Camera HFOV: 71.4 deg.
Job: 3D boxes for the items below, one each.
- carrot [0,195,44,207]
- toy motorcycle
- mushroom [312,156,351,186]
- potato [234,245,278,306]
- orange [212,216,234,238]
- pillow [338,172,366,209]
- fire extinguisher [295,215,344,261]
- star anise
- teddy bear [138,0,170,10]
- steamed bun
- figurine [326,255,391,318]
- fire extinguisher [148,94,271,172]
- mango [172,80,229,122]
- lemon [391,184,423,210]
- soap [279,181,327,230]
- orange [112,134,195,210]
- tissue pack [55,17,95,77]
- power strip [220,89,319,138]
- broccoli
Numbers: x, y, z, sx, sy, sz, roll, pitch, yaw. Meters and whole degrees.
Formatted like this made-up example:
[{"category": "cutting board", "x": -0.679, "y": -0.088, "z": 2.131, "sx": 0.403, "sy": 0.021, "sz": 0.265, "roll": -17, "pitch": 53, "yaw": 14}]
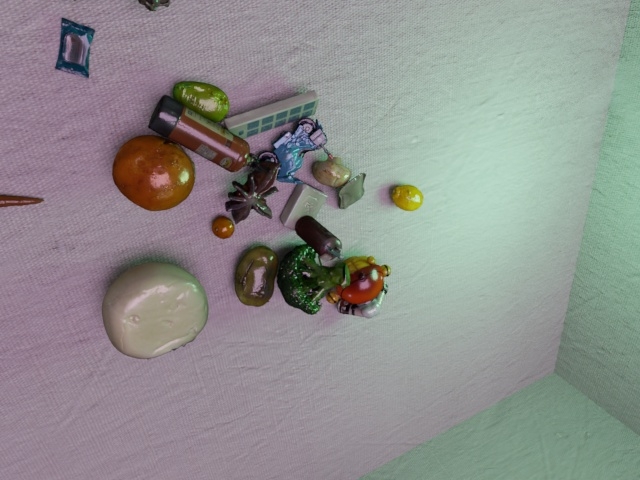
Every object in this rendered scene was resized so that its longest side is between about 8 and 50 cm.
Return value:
[{"category": "carrot", "x": -0.931, "y": -0.113, "z": 1.297, "sx": 0.216, "sy": 0.048, "sz": 0.048, "roll": -7, "pitch": 117, "yaw": -31}, {"category": "toy motorcycle", "x": -0.084, "y": -0.307, "z": 1.600, "sx": 0.272, "sy": 0.123, "sz": 0.182, "roll": -41, "pitch": 113, "yaw": 1}, {"category": "mushroom", "x": 0.043, "y": -0.258, "z": 1.679, "sx": 0.148, "sy": 0.148, "sz": 0.112, "roll": 6, "pitch": 92, "yaw": -30}, {"category": "potato", "x": -0.246, "y": 0.141, "z": 1.723, "sx": 0.169, "sy": 0.143, "sz": 0.248, "roll": 0, "pitch": 111, "yaw": -53}, {"category": "orange", "x": -0.352, "y": -0.045, "z": 1.612, "sx": 0.083, "sy": 0.083, "sz": 0.083, "roll": -12, "pitch": 119, "yaw": -23}, {"category": "pillow", "x": 0.124, "y": -0.190, "z": 1.755, "sx": 0.131, "sy": 0.038, "sz": 0.232, "roll": -35, "pitch": 164, "yaw": -4}, {"category": "fire extinguisher", "x": 0.000, "y": 0.000, "z": 1.631, "sx": 0.105, "sy": 0.269, "sz": 0.104, "roll": -14, "pitch": 123, "yaw": -24}, {"category": "star anise", "x": -0.245, "y": -0.158, "z": 1.569, "sx": 0.198, "sy": 0.110, "sz": 0.257, "roll": -14, "pitch": 143, "yaw": -25}, {"category": "teddy bear", "x": -0.521, "y": -0.736, "z": 1.104, "sx": 0.367, "sy": 0.224, "sz": 0.357, "roll": -36, "pitch": 112, "yaw": -5}, {"category": "steamed bun", "x": -0.573, "y": 0.217, "z": 1.536, "sx": 0.334, "sy": 0.233, "sz": 0.312, "roll": -14, "pitch": 118, "yaw": -32}, {"category": "figurine", "x": 0.177, "y": 0.197, "z": 1.946, "sx": 0.320, "sy": 0.196, "sz": 0.323, "roll": -28, "pitch": 134, "yaw": -6}, {"category": "fire extinguisher", "x": -0.344, "y": -0.317, "z": 1.413, "sx": 0.376, "sy": 0.200, "sz": 0.113, "roll": 27, "pitch": 102, "yaw": -30}, {"category": "mango", "x": -0.372, "y": -0.438, "z": 1.393, "sx": 0.178, "sy": 0.100, "sz": 0.119, "roll": 18, "pitch": 115, "yaw": -27}, {"category": "lemon", "x": 0.372, "y": -0.184, "z": 1.910, "sx": 0.155, "sy": 0.114, "sz": 0.114, "roll": 15, "pitch": 106, "yaw": -31}, {"category": "soap", "x": -0.069, "y": -0.127, "z": 1.734, "sx": 0.121, "sy": 0.064, "sz": 0.183, "roll": 21, "pitch": 104, "yaw": -37}, {"category": "orange", "x": -0.502, "y": -0.207, "z": 1.358, "sx": 0.240, "sy": 0.240, "sz": 0.240, "roll": -12, "pitch": 119, "yaw": -23}, {"category": "tissue pack", "x": -0.677, "y": -0.529, "z": 1.232, "sx": 0.085, "sy": 0.028, "sz": 0.138, "roll": 10, "pitch": 113, "yaw": -28}, {"category": "power strip", "x": -0.172, "y": -0.417, "z": 1.512, "sx": 0.367, "sy": 0.106, "sz": 0.043, "roll": -23, "pitch": 78, "yaw": -16}, {"category": "broccoli", "x": -0.027, "y": 0.147, "z": 1.761, "sx": 0.297, "sy": 0.297, "sz": 0.297, "roll": -8, "pitch": 125, "yaw": 16}]
